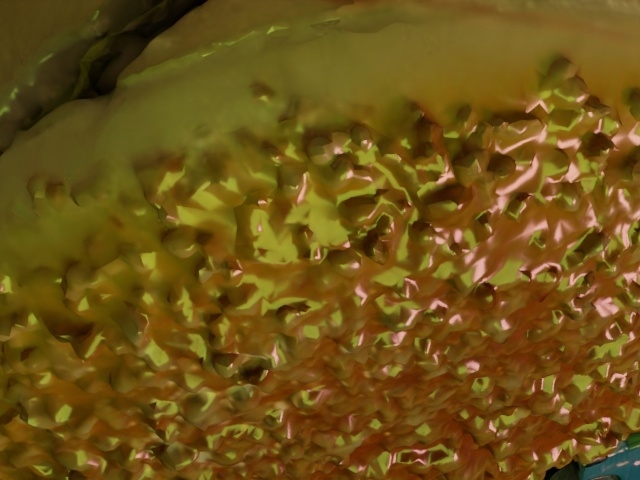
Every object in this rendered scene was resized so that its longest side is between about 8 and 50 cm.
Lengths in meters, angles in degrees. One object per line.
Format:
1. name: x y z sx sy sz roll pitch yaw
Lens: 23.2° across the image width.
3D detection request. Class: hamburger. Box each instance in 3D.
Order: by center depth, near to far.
1. hamburger: 0.000 0.000 0.487 0.302 0.170 0.302 -15 144 -11

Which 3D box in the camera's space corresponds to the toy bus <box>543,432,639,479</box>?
1. toy bus: 0.140 0.112 0.784 0.106 0.090 0.184 -18 144 -12
